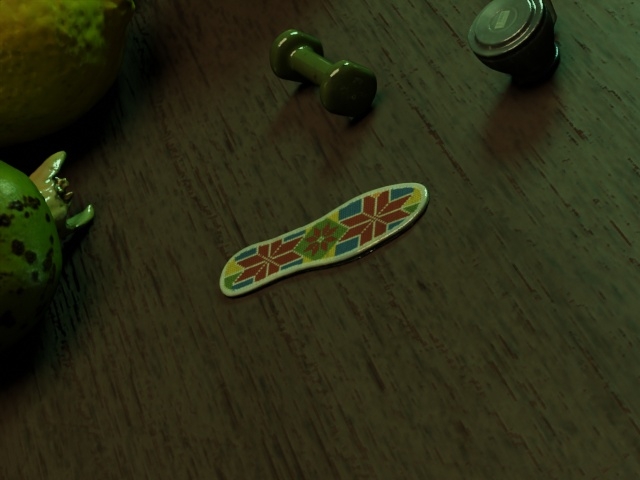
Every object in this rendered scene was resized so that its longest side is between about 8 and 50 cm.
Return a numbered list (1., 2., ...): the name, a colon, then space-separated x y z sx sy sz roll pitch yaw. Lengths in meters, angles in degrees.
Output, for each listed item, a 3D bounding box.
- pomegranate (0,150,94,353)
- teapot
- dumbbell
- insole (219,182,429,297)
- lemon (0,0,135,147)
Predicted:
1. pomegranate: -0.310 -0.008 1.428 0.198 0.198 0.246 -9 43 36
2. teapot: 0.158 -0.162 1.276 0.066 0.057 0.088 1 56 40
3. dumbbell: 0.001 -0.143 1.401 0.118 0.052 0.046 39 112 54
4. insole: 0.000 0.000 1.294 0.193 0.006 0.065 -21 41 25
5. lemon: -0.328 -0.211 1.591 0.310 0.253 0.253 -10 43 10
